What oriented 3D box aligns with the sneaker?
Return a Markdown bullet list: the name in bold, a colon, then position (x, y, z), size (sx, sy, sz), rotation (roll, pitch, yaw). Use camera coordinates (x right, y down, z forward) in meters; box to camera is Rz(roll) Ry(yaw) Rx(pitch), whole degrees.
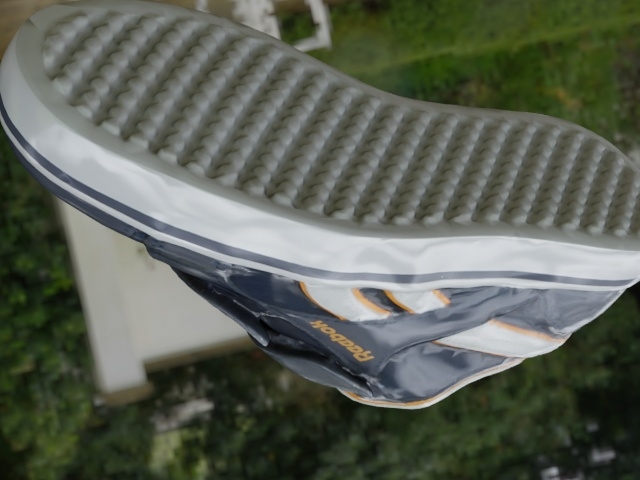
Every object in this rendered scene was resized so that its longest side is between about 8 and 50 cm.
- **sneaker**: position (0.000, 0.000, 0.673), size (0.321, 0.126, 0.127), rotation (13, 132, -33)
